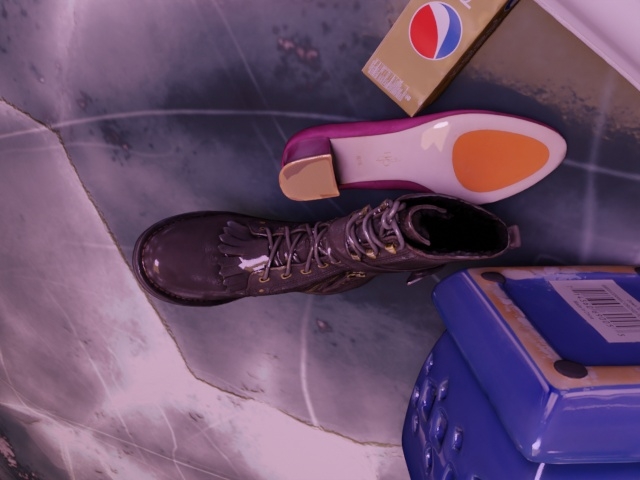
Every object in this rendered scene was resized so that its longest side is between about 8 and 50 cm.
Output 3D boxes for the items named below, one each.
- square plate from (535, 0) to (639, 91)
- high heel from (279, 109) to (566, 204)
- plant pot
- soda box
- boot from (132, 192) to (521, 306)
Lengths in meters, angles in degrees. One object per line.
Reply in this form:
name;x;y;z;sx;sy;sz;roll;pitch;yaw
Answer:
square plate;0.321;-0.184;0.289;0.344;0.049;0.347;35;127;-13
high heel;0.084;-0.080;0.528;0.244;0.117;0.082;-10;112;9
plant pot;0.201;0.145;0.444;0.236;0.236;0.212;-1;112;-5
soda box;0.111;-0.182;0.433;0.058;0.061;0.181;44;128;5
boot;0.000;0.000;0.481;0.229;0.263;0.091;-17;76;58
